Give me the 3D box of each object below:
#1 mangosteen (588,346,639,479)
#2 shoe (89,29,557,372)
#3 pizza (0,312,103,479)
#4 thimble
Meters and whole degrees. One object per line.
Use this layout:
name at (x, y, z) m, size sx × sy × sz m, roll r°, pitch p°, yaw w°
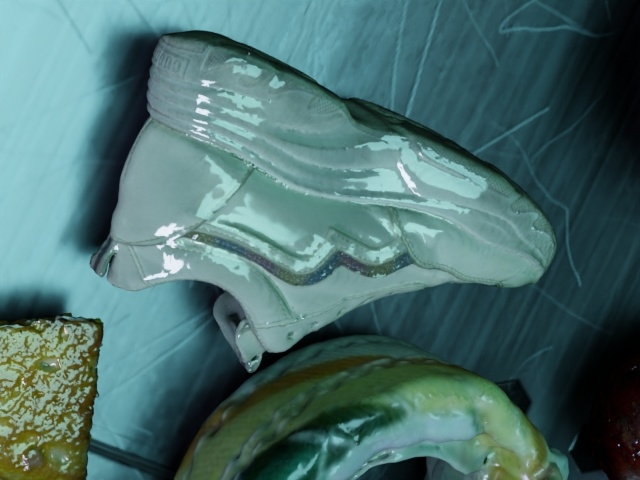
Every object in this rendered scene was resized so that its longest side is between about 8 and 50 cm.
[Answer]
mangosteen at (0.312, 0.160, 1.220) m, size 0.166 × 0.180 × 0.166 m, roll -24°, pitch 142°, yaw -20°
shoe at (0.000, 0.000, 1.089) m, size 0.342 × 0.132 × 0.211 m, roll 22°, pitch 100°, yaw -26°
pizza at (-0.203, 0.097, 1.038) m, size 0.178 × 0.041 × 0.131 m, roll 35°, pitch 87°, yaw -24°
thimble at (0.036, 0.205, 1.112) m, size 0.288 × 0.167 × 0.254 m, roll -27°, pitch 112°, yaw -16°
